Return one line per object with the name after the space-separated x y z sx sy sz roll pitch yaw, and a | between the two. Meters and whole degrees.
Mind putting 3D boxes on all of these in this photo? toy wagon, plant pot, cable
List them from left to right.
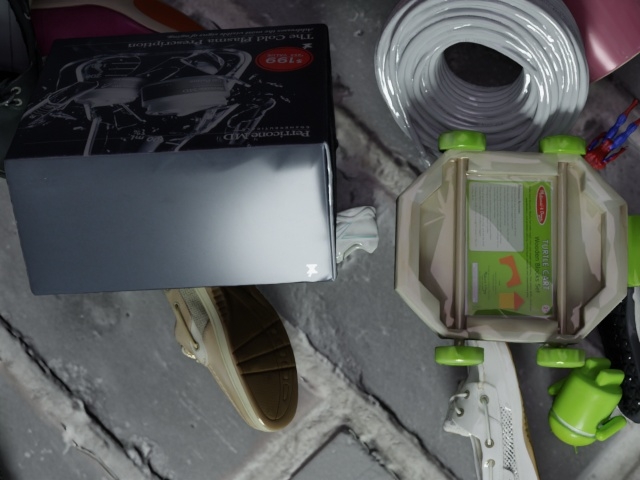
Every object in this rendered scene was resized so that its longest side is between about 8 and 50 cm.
0.193 -0.203 1.573 0.257 0.089 0.257 -19 120 34 | cable
0.259 0.013 1.530 0.344 0.068 0.267 2 83 -3 | toy wagon
0.319 -0.297 1.619 0.201 0.201 0.180 -38 96 -4 | plant pot

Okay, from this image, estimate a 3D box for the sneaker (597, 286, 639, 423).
0.397 0.111 1.606 0.097 0.084 0.235 -2 80 -22 | sneaker

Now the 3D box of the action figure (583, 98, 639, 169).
0.365 -0.124 1.659 0.115 0.030 0.038 -46 76 0 | action figure

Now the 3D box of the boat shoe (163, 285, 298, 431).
-0.125 0.101 1.617 0.098 0.109 0.302 -34 78 37 | boat shoe

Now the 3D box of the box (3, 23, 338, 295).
-0.152 -0.101 1.521 0.343 0.312 0.179 -3 123 2 | box

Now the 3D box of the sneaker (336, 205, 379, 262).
0.000 0.000 1.644 0.152 0.054 0.061 -12 83 0 | sneaker

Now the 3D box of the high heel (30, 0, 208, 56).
-0.304 -0.242 1.696 0.377 0.127 0.181 23 112 2 | high heel

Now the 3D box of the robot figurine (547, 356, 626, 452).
0.315 0.195 1.577 0.101 0.067 0.115 42 116 41 | robot figurine

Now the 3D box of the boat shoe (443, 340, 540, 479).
0.193 0.209 1.576 0.096 0.098 0.277 -13 81 0 | boat shoe

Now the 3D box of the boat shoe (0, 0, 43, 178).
-0.395 -0.219 1.593 0.127 0.113 0.340 11 116 4 | boat shoe

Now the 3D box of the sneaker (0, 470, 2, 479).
-0.445 0.327 1.590 0.146 0.134 0.344 -19 83 25 | sneaker
